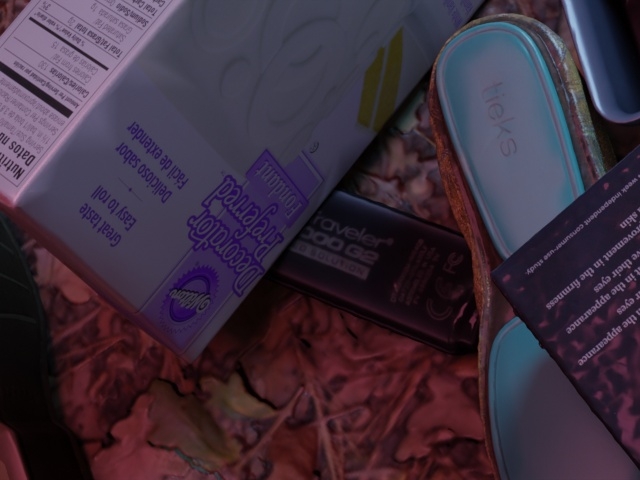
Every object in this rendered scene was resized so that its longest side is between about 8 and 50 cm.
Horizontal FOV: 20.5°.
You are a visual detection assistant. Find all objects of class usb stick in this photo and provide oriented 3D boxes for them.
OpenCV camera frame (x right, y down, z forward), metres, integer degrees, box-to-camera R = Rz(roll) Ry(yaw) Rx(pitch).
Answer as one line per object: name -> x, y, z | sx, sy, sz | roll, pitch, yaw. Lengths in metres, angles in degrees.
usb stick -> 0.000, 0.000, 1.162 | 0.278, 0.045, 0.077 | 21, 79, 33

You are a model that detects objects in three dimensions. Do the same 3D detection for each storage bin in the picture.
storage bin -> 0.209, -0.128, 1.053 | 0.098, 0.091, 0.135 | -23, 67, 22

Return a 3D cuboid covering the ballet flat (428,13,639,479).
ballet flat -> 0.145, 0.036, 1.030 | 0.123, 0.123, 0.348 | -20, 70, 24

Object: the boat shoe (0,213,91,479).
boat shoe -> -0.250, 0.101, 1.236 | 0.104, 0.111, 0.307 | -28, 64, 19

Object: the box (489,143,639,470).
box -> 0.211, 0.053, 0.865 | 0.153, 0.108, 0.207 | -41, 61, 11

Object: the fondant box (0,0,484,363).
fondant box -> -0.052, -0.115, 1.073 | 0.096, 0.238, 0.330 | 35, 82, 32
